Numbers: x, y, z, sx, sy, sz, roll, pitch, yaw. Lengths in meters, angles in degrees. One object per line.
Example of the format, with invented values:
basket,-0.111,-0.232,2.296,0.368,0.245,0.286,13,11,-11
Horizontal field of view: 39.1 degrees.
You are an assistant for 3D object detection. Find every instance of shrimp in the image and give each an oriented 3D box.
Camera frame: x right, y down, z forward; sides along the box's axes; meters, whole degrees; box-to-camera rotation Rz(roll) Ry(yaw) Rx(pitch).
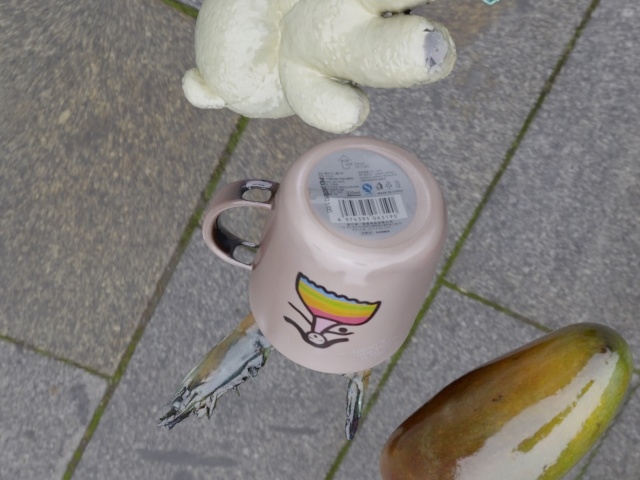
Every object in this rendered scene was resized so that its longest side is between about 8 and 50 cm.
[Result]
shrimp,-0.055,0.188,1.083,0.262,0.051,0.198,-39,86,-5

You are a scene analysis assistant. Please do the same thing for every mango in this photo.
mango,0.152,0.160,0.754,0.111,0.133,0.267,51,124,2

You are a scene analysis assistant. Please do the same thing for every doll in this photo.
doll,0.010,-0.187,0.816,0.149,0.278,0.175,34,69,-43

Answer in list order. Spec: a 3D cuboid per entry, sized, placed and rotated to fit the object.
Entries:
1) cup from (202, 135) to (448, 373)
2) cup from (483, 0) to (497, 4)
cup,0.000,0.000,0.951,0.252,0.192,0.200,19,145,3
cup,0.210,-0.336,0.916,0.148,0.235,0.134,38,127,9
